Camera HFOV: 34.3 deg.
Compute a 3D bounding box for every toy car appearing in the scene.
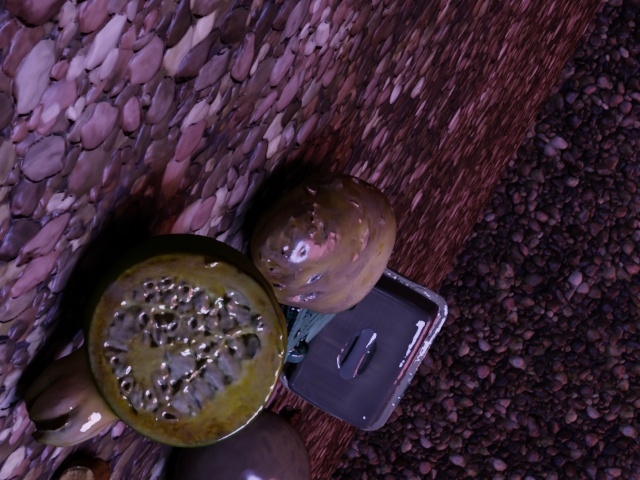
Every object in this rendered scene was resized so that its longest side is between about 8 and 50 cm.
[{"bbox_3d":[-0.003,0.073,1.570,0.320,0.097,0.141,-40,157,-54],"label":"toy car"}]

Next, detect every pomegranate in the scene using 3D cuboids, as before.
[{"bbox_3d":[-0.144,0.110,0.973,0.241,0.190,0.159,-59,-168,-3],"label":"pomegranate"}]

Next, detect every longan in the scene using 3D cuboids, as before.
[{"bbox_3d":[-0.120,0.357,1.573,0.246,0.215,0.246,-173,-90,-71],"label":"longan"}]

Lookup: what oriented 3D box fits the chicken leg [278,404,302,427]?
[{"bbox_3d":[-0.127,0.405,1.892,0.322,0.083,0.177,-42,178,-26],"label":"chicken leg"}]

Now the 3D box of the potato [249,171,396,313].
[{"bbox_3d":[0.000,0.000,1.329,0.192,0.141,0.296,-56,162,7],"label":"potato"}]

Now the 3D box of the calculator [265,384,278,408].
[{"bbox_3d":[-0.125,0.305,1.814,0.166,0.024,0.103,-48,164,-34],"label":"calculator"}]

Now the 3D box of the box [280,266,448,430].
[{"bbox_3d":[0.073,0.180,1.840,0.290,0.220,0.166,-62,179,13],"label":"box"}]

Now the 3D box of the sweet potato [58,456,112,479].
[{"bbox_3d":[-0.261,0.266,1.183,0.049,0.049,0.117,-60,173,6],"label":"sweet potato"}]
